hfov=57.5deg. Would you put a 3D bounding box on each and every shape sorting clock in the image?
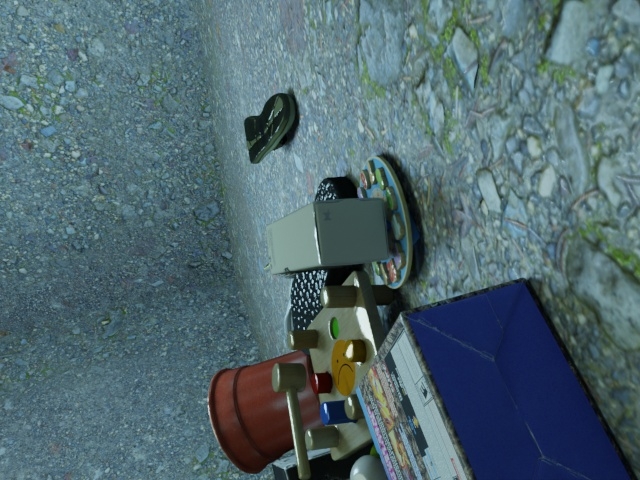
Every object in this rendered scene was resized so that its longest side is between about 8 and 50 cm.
[{"bbox_3d":[0.094,-0.027,0.893,0.206,0.041,0.206,166,90,-76],"label":"shape sorting clock"}]

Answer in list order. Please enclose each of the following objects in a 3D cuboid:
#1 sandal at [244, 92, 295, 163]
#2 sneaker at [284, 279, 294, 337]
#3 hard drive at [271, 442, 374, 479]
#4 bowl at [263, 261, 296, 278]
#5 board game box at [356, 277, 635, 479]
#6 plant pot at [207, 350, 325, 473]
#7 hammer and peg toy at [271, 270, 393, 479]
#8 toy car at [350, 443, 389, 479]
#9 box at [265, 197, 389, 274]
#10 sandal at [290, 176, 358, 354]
[{"bbox_3d":[-0.115,-0.266,1.430,0.303,0.086,0.120,-16,82,62],"label":"sandal"},{"bbox_3d":[-0.035,0.142,1.461,0.091,0.094,0.257,-73,-9,-73],"label":"sneaker"},{"bbox_3d":[0.023,0.475,1.260,0.339,0.237,0.064,112,143,-69],"label":"hard drive"},{"bbox_3d":[-0.040,0.035,1.316,0.080,0.170,0.170,48,167,-5],"label":"bowl"},{"bbox_3d":[0.162,0.216,0.643,0.291,0.141,0.231,102,151,-61],"label":"board game box"},{"bbox_3d":[-0.089,0.400,1.450,0.272,0.265,0.272,55,-162,-28],"label":"plant pot"},{"bbox_3d":[0.033,0.250,1.027,0.361,0.128,0.265,123,141,-50],"label":"hammer and peg toy"},{"bbox_3d":[0.148,0.405,0.942,0.136,0.159,0.181,-31,69,40],"label":"toy car"},{"bbox_3d":[0.000,0.000,0.933,0.275,0.113,0.094,163,101,-71],"label":"box"},{"bbox_3d":[0.028,0.075,1.178,0.167,0.107,0.445,-115,30,-42],"label":"sandal"}]
